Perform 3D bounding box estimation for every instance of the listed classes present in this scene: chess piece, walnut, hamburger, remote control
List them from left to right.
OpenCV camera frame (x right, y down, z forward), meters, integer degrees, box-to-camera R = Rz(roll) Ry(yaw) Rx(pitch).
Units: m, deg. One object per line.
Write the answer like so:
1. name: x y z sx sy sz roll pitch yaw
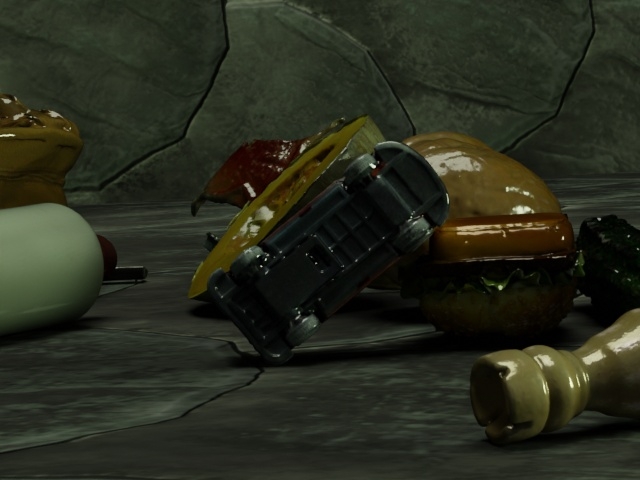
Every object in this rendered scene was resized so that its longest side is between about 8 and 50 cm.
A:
1. remote control: -0.218 0.035 1.973 0.091 0.016 0.034 -2 -11 3
2. walnut: 0.109 -0.015 1.587 0.166 0.149 0.166 4 -20 1
3. hamburger: 0.125 0.027 1.434 0.137 0.087 0.166 -3 3 8
4. chess piece: 0.142 0.072 1.040 0.122 0.066 0.066 -9 7 -24

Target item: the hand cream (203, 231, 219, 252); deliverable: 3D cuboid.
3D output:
1. hand cream: 0.000 -0.001 2.058 0.247 0.052 0.075 -6 5 -36

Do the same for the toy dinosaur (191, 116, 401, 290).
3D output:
1. toy dinosaur: -0.015 -0.022 1.902 0.113 0.207 0.327 40 -26 -27

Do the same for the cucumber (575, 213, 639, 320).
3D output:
1. cucumber: 0.233 0.024 1.485 0.077 0.077 0.265 -3 3 0

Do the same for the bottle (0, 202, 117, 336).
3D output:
1. bottle: -0.253 0.026 1.585 0.104 0.104 0.245 0 6 32

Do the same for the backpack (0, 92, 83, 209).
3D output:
1. backpack: -0.413 -0.039 1.873 0.378 0.201 0.353 -4 3 19

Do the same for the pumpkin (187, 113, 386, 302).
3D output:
1. pumpkin: -0.004 -0.007 1.698 0.110 0.217 0.217 38 -2 -10

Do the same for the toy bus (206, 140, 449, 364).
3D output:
1. toy bus: 0.009 0.007 1.376 0.174 0.079 0.077 -40 -4 -5
